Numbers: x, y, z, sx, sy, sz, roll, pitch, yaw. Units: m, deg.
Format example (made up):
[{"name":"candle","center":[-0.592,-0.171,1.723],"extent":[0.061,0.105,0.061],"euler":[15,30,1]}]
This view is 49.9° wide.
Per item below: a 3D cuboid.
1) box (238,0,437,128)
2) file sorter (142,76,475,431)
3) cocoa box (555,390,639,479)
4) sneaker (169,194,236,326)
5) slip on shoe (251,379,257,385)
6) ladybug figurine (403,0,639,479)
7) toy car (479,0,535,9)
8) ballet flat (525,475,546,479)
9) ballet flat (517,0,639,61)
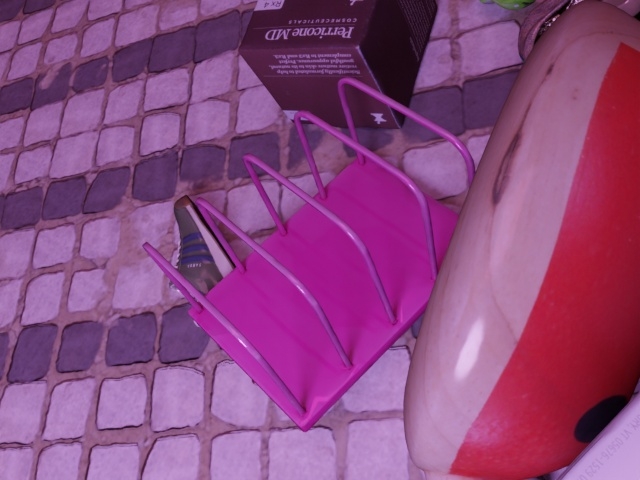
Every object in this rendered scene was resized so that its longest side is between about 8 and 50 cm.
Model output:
[{"name":"box","center":[0.031,-0.274,0.882],"extent":[0.169,0.167,0.203],"euler":[7,68,28]},{"name":"file sorter","center":[0.000,0.000,0.713],"extent":[0.291,0.182,0.202],"euler":[-43,56,-14]},{"name":"cocoa box","center":[0.298,0.193,0.410],"extent":[0.231,0.347,0.228],"euler":[-45,56,-4]},{"name":"sneaker","center":[-0.162,0.028,0.877],"extent":[0.086,0.064,0.192],"euler":[-36,59,-2]},{"name":"slip on shoe","center":[-0.053,0.108,0.804],"extent":[0.051,0.041,0.135],"euler":[123,155,-45]},{"name":"ladybug figurine","center":[0.206,0.010,0.587],"extent":[0.162,0.305,0.449],"euler":[20,77,17]},{"name":"toy car","center":[0.190,-0.376,0.897],"extent":[0.225,0.239,0.053],"euler":[56,139,13]},{"name":"ballet flat","center":[0.114,0.275,0.634],"extent":[0.213,0.072,0.068],"euler":[-38,28,2]},{"name":"ballet flat","center":[0.350,-0.269,0.721],"extent":[0.316,0.107,0.106],"euler":[-35,12,36]}]
